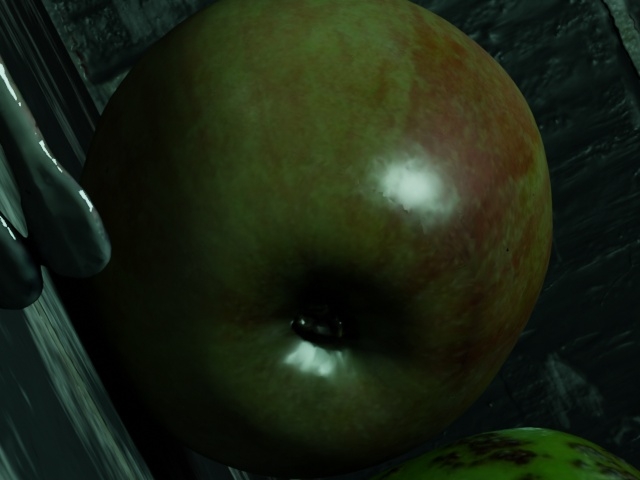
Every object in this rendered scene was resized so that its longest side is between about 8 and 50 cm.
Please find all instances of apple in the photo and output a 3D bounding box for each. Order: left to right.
[{"bbox_3d":[0.000,0.000,1.004,0.234,0.257,0.257,-111,176,-62],"label":"apple"}]

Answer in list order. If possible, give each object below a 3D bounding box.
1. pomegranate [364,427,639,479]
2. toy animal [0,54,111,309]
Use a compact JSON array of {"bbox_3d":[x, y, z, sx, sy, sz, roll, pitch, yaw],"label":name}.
[{"bbox_3d":[0.059,0.171,0.736,0.263,0.211,0.211,31,26,-54],"label":"pomegranate"},{"bbox_3d":[-0.169,-0.166,0.688,0.302,0.225,0.284,50,26,-29],"label":"toy animal"}]
